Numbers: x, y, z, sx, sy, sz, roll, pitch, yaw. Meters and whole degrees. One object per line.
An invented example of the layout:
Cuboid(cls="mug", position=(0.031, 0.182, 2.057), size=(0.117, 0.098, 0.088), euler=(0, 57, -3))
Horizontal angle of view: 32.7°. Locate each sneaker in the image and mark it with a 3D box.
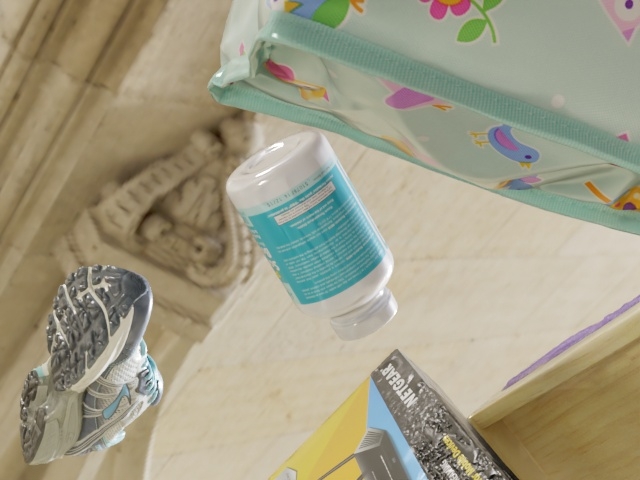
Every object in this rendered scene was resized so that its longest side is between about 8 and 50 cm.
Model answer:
Cuboid(cls="sneaker", position=(-0.212, 0.120, 1.093), size=(0.122, 0.283, 0.110), euler=(3, -129, -32))

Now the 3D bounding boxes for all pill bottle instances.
Cuboid(cls="pill bottle", position=(0.000, 0.000, 1.422), size=(0.264, 0.146, 0.146), euler=(60, -154, -17))

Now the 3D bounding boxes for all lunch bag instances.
Cuboid(cls="lunch bag", position=(0.113, -0.126, 0.454), size=(0.262, 0.223, 0.160), euler=(16, 174, -14))

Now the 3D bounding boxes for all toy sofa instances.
Cuboid(cls="toy sofa", position=(0.243, 0.092, 0.686), size=(0.177, 0.362, 0.150), euler=(-34, -100, -30))

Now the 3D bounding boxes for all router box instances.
Cuboid(cls="router box", position=(0.032, 0.143, 0.551), size=(0.046, 0.133, 0.179), euler=(43, -179, -19))
